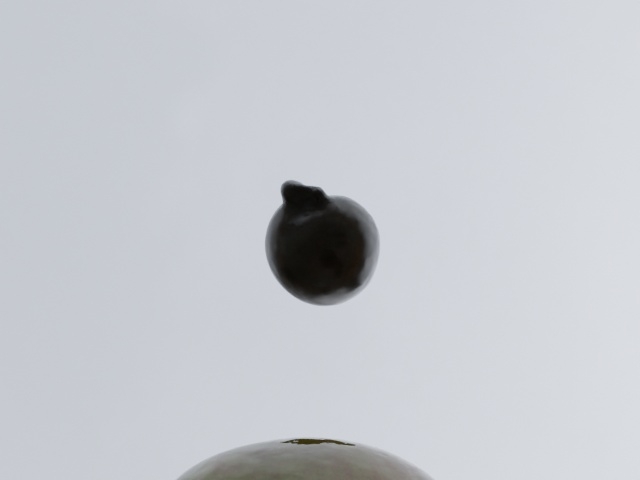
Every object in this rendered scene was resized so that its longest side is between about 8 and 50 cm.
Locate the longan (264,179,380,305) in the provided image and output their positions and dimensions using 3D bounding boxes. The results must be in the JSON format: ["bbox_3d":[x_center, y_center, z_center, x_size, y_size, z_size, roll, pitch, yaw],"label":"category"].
[{"bbox_3d":[0.000,0.000,1.327,0.106,0.106,0.119,-16,-69,15],"label":"longan"}]

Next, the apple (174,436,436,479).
[{"bbox_3d":[-0.001,0.246,0.917,0.261,0.194,0.261,-1,-77,-4],"label":"apple"}]
